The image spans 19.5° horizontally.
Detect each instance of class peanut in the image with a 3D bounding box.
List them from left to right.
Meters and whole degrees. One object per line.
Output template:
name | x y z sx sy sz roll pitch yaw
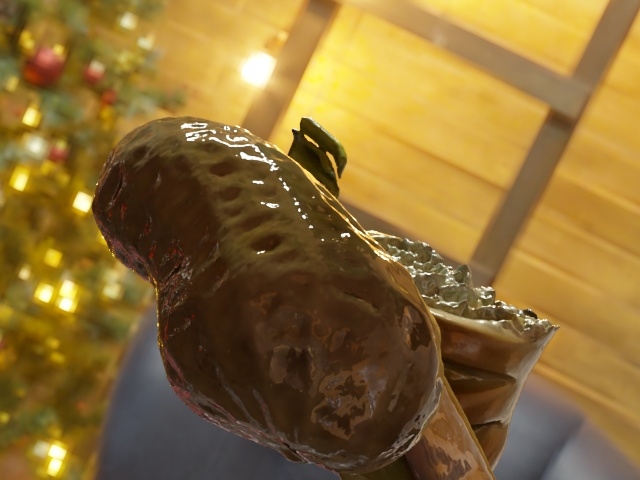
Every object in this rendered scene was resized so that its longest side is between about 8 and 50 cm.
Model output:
peanut | -0.031 0.018 0.807 0.226 0.108 0.095 49 -1 42

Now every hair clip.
hair clip | 0.000 0.000 1.186 0.072 0.046 0.173 42 -22 27

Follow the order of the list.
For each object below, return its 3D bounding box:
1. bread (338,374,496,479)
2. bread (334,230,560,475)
bread | 0.087 0.203 1.386 0.361 0.077 0.138 63 21 0
bread | 0.074 0.134 2.077 0.315 0.270 0.211 32 9 35
